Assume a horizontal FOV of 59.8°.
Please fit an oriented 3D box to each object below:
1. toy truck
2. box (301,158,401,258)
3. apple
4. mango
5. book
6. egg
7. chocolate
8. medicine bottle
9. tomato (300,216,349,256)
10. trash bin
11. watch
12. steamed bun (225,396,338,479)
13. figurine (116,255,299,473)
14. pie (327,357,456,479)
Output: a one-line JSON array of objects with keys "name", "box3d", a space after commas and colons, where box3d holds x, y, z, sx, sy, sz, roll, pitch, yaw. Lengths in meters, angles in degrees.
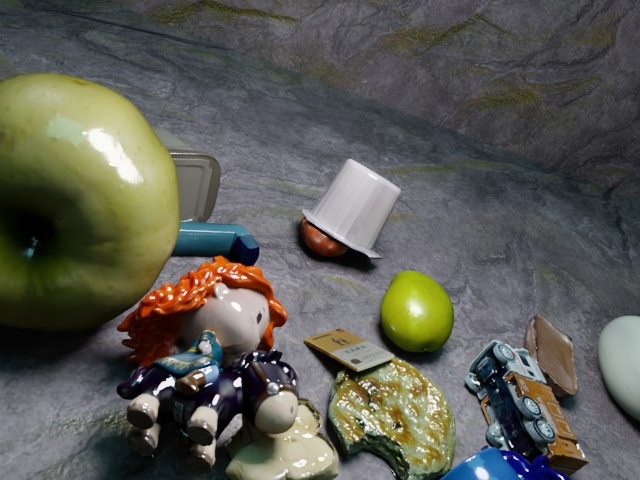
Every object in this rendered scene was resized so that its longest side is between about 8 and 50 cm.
[{"name": "toy truck", "box3d": [0.457, 0.380, 1.245, 0.162, 0.136, 0.305, 18, 34, -22]}, {"name": "box", "box3d": [0.102, -0.107, 1.593, 0.262, 0.206, 0.291, 29, 11, -21]}, {"name": "apple", "box3d": [-0.472, -0.072, 1.014, 0.473, 0.474, 0.474, 17, 32, -11]}, {"name": "mango", "box3d": [0.248, 0.172, 1.401, 0.185, 0.149, 0.273, 26, 27, 8]}, {"name": "book", "box3d": [0.062, 0.240, 1.236, 0.118, 0.012, 0.172, -8, 19, -42]}, {"name": "egg", "box3d": [0.872, 0.339, 1.487, 0.229, 0.230, 0.371, 20, 27, -7]}, {"name": "chocolate", "box3d": [0.598, 0.314, 1.482, 0.161, 0.083, 0.261, 43, 33, -2]}, {"name": "medicine bottle", "box3d": [-0.284, 0.004, 1.360, 0.258, 0.079, 0.124, 4, 37, -28]}, {"name": "tomato", "box3d": [0.000, 0.000, 1.553, 0.155, 0.069, 0.155, 32, 9, -5]}, {"name": "trash bin", "box3d": [-0.418, -0.175, 1.425, 0.219, 0.220, 0.250, -6, 36, -42]}, {"name": "watch", "box3d": [0.300, 0.453, 0.980, 0.200, 0.196, 0.171, 7, 25, -38]}, {"name": "steamed bun", "box3d": [-0.071, 0.370, 0.939, 0.192, 0.106, 0.177, -11, 31, -25]}, {"name": "figurine", "box3d": [-0.188, 0.199, 0.965, 0.305, 0.241, 0.412, -15, 32, -11]}, {"name": "pie", "box3d": [0.151, 0.357, 1.138, 0.302, 0.067, 0.303, 15, 33, -10]}]
